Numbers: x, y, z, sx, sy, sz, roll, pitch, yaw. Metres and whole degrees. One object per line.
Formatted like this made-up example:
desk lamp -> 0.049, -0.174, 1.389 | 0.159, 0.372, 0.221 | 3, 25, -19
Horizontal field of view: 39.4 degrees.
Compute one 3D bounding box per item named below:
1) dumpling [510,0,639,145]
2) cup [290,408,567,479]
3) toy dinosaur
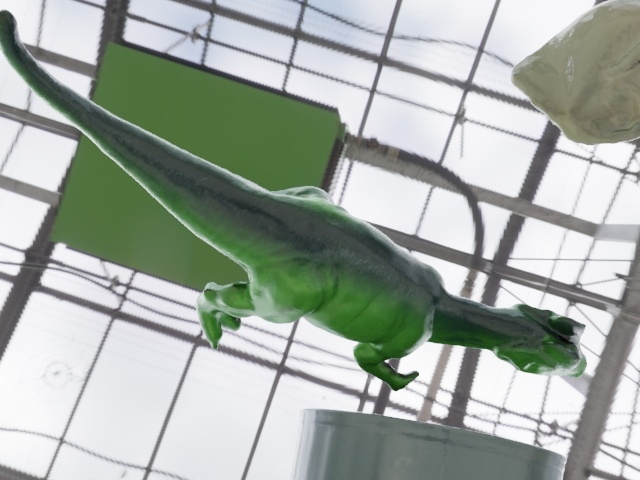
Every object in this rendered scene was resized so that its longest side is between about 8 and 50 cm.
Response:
dumpling -> 0.295, -0.150, 0.826 | 0.228, 0.124, 0.151 | -19, -129, -8
cup -> 0.062, 0.340, 0.862 | 0.256, 0.331, 0.311 | 18, -107, -25
toy dinosaur -> 0.000, 0.000, 0.734 | 0.374, 0.500, 0.144 | 7, -115, 29
